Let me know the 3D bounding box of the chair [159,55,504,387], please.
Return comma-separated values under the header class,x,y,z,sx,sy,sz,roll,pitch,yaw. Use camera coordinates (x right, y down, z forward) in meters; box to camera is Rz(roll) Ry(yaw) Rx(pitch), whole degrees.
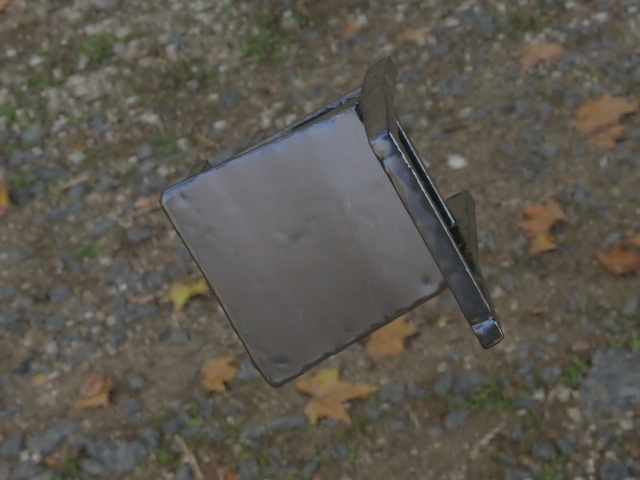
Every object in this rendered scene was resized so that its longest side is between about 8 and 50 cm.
class,x,y,z,sx,sy,sz,roll,pitch,yaw
chair,0.000,0.000,1.096,0.240,0.203,0.416,-27,11,11
